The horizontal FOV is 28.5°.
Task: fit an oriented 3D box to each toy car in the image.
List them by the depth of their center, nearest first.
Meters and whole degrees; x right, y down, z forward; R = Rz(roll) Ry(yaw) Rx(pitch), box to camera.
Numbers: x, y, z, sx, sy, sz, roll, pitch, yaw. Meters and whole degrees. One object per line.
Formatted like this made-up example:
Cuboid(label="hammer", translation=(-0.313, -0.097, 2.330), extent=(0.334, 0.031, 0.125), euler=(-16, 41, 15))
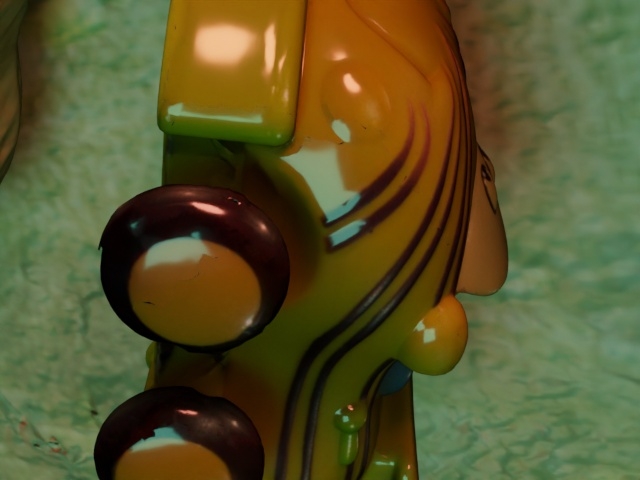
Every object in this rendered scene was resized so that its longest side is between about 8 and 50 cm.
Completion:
Cuboid(label="toy car", translation=(0.000, 0.000, 0.482), extent=(0.142, 0.200, 0.247), euler=(6, 127, -3))

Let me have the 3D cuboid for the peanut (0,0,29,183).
Cuboid(label="peanut", translation=(-0.186, -0.090, 0.550), extent=(0.124, 0.123, 0.256), euler=(26, 126, 10))
